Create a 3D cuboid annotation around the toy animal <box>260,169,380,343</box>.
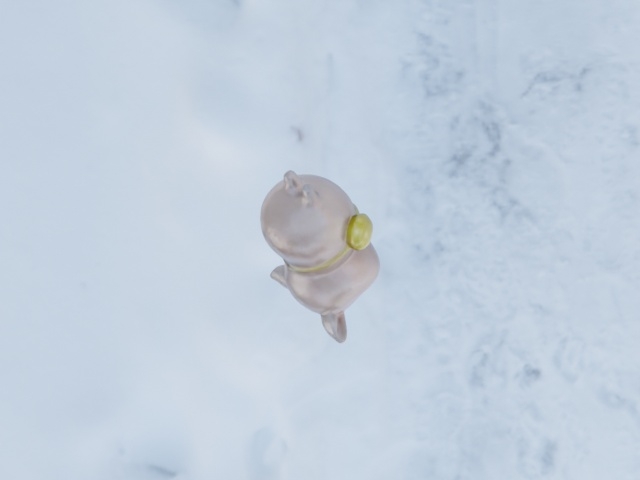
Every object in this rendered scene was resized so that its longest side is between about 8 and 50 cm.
[{"bbox_3d":[0.000,0.002,1.385,0.165,0.149,0.248,-125,16,-45],"label":"toy animal"}]
